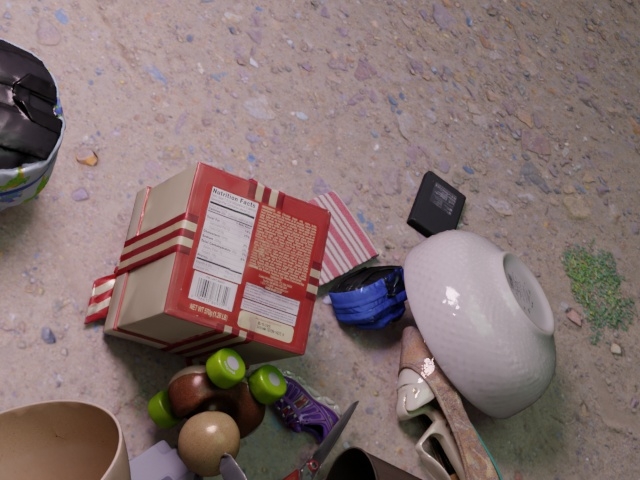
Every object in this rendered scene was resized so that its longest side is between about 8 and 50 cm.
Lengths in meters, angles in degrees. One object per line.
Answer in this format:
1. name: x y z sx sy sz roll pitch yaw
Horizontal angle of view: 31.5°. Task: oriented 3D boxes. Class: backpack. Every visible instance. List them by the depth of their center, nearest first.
1. backpack: -0.525 -0.165 1.524 0.356 0.273 0.290 -2 60 -13
2. backpack: 0.081 0.098 1.880 0.120 0.098 0.101 -21 95 -44

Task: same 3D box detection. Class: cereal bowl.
1. cereal bowl: 0.295 0.122 1.916 0.339 0.141 0.339 41 31 -31

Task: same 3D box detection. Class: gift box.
1. gift box: -0.168 0.062 1.622 0.255 0.258 0.276 25 69 -24

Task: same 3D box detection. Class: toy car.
1. toy car: -0.135 0.269 1.523 0.149 0.155 0.188 27 40 -37

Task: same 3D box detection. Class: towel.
1. towel: 0.000 0.000 1.933 0.197 0.029 0.144 -25 80 -45

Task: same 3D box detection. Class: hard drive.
1. hard drive: 0.218 -0.057 2.127 0.094 0.022 0.135 35 48 -13

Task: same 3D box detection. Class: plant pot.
1. plant pot: -0.342 0.346 1.336 0.284 0.284 0.190 -41 126 -44

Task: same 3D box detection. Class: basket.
1. basket: 0.128 0.428 1.679 0.227 0.154 0.204 21 54 -29

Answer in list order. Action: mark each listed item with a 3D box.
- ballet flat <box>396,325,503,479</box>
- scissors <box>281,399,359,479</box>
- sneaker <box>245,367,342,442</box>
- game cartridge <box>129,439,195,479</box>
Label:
1. ballet flat: 0.187 0.291 1.839 0.106 0.107 0.316 -21 76 -28
2. scissors: -0.017 0.354 1.676 0.297 0.021 0.109 -33 84 -35
3. sneaker: -0.041 0.250 1.721 0.170 0.068 0.071 34 54 -15
4. game cartridge: -0.192 0.426 1.492 0.294 0.060 0.196 52 40 10
